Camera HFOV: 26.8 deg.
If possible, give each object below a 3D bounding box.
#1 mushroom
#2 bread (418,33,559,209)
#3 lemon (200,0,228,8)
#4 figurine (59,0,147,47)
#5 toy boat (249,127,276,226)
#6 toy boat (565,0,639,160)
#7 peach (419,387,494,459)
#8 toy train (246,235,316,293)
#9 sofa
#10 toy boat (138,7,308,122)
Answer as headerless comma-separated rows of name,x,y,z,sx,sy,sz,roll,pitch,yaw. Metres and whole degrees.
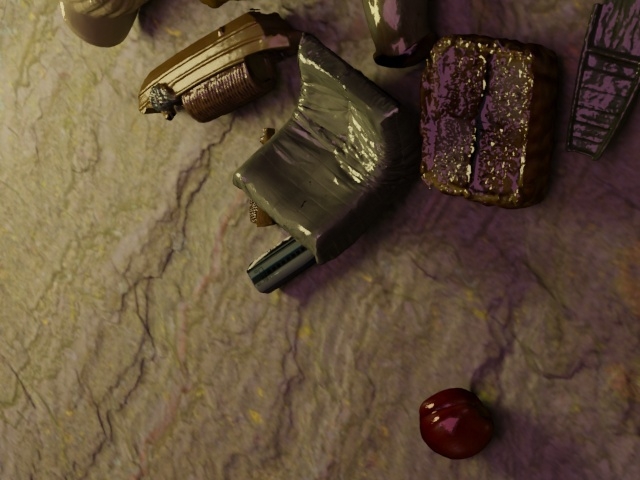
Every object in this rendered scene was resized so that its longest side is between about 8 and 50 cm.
mushroom,0.092,-0.396,1.837,0.107,0.087,0.333,-13,83,44
bread,0.220,-0.156,1.755,0.181,0.096,0.222,9,100,34
lemon,-0.120,-0.482,1.869,0.268,0.268,0.322,39,119,27
figurine,-0.393,-0.465,2.111,0.332,0.185,0.204,40,149,21
toy boat,-0.079,-0.092,1.993,0.049,0.047,0.149,12,100,34
toy boat,0.372,-0.244,1.669,0.093,0.055,0.293,21,104,31
peach,0.179,0.249,1.807,0.100,0.100,0.101,2,94,35
toy train,0.000,-0.001,1.939,0.252,0.055,0.048,-34,73,32
sofa,0.001,-0.119,1.819,0.225,0.176,0.210,-44,60,-3
toy boat,-0.147,-0.246,2.007,0.310,0.089,0.115,-24,82,33
